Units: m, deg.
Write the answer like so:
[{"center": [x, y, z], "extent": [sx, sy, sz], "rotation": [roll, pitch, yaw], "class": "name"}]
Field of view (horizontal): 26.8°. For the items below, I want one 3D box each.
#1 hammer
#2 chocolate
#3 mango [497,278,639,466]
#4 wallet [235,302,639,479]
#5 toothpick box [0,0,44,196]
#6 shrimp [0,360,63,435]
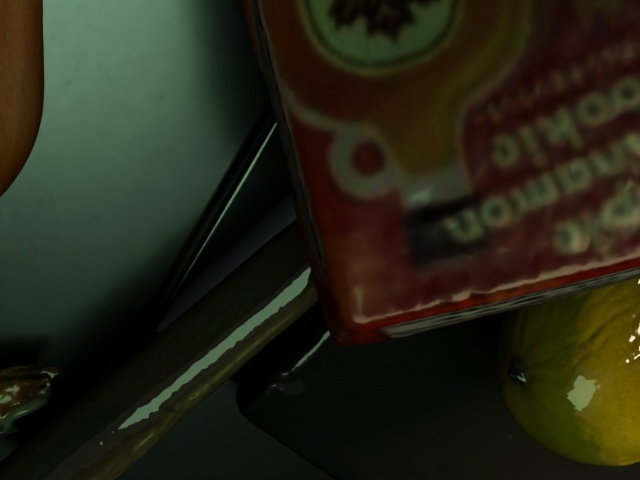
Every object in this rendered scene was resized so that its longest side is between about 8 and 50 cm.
[{"center": [0.000, 0.000, 0.716], "extent": [0.440, 0.044, 0.168], "rotation": [-40, 90, 5], "class": "hammer"}, {"center": [0.089, -0.081, 0.631], "extent": [0.237, 0.108, 0.234], "rotation": [-13, 93, 3], "class": "chocolate"}, {"center": [0.181, 0.026, 0.760], "extent": [0.137, 0.091, 0.237], "rotation": [54, 53, -26], "class": "mango"}, {"center": [0.135, 0.129, 0.851], "extent": [0.197, 0.051, 0.377], "rotation": [-47, 121, 3], "class": "wallet"}, {"center": [-0.168, -0.161, 0.538], "extent": [0.192, 0.192, 0.294], "rotation": [7, 119, -21], "class": "toothpick box"}, {"center": [-0.275, 0.126, 0.710], "extent": [0.294, 0.062, 0.154], "rotation": [-19, 131, -6], "class": "shrimp"}]
